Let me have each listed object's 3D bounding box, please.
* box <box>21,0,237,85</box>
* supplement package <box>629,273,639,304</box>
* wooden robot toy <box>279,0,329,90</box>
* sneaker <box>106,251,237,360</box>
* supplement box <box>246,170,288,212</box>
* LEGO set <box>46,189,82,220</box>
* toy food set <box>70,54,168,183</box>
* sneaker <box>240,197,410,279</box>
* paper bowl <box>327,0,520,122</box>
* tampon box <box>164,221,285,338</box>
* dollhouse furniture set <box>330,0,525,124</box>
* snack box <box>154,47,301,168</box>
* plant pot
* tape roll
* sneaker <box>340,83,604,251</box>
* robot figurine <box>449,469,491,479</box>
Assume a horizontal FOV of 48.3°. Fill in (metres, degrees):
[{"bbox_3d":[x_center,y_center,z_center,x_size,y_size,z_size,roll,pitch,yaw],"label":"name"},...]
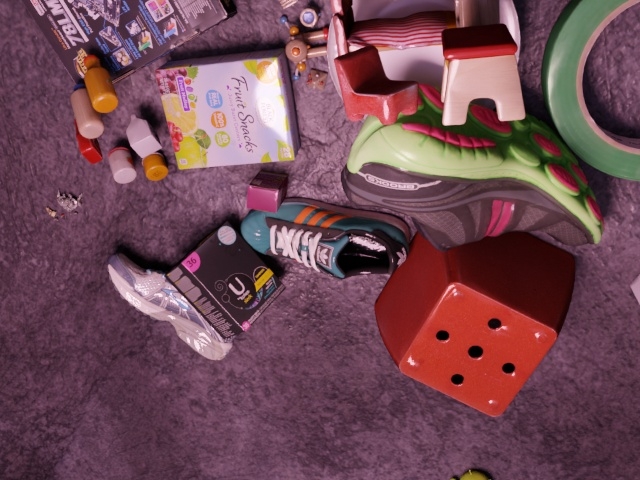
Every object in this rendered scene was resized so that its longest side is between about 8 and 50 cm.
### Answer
[{"bbox_3d":[-0.330,-0.420,1.127,0.293,0.073,0.295,-24,108,19],"label":"box"},{"bbox_3d":[0.673,0.104,1.108,0.262,0.198,0.199,30,115,-4],"label":"supplement package"},{"bbox_3d":[-0.026,-0.311,1.117,0.076,0.079,0.173,-8,112,13],"label":"wooden robot toy"},{"bbox_3d":[-0.264,0.096,1.338,0.283,0.110,0.122,37,96,-9],"label":"sneaker"},{"bbox_3d":[-0.090,-0.084,1.223,0.055,0.083,0.043,11,114,6],"label":"supplement box"},{"bbox_3d":[-0.478,-0.063,1.333,0.054,0.023,0.083,40,114,-8],"label":"LEGO set"},{"bbox_3d":[-0.345,-0.190,1.191,0.111,0.104,0.232,-27,150,4],"label":"toy food set"},{"bbox_3d":[0.000,0.000,1.223,0.302,0.121,0.108,4,115,10],"label":"sneaker"},{"bbox_3d":[0.151,-0.287,1.061,0.284,0.148,0.284,4,113,9],"label":"paper bowl"},{"bbox_3d":[-0.168,0.072,1.263,0.161,0.120,0.101,48,147,-9],"label":"tampon box"},{"bbox_3d":[0.103,-0.251,0.802,0.201,0.374,0.152,-4,116,10],"label":"dollhouse furniture set"},{"bbox_3d":[-0.149,-0.216,1.180,0.207,0.070,0.174,-4,118,11],"label":"snack box"},{"bbox_3d":[0.249,0.124,1.171,0.267,0.236,0.267,26,115,-2],"label":"plant pot"},{"bbox_3d":[0.494,-0.250,1.051,0.321,0.077,0.321,3,112,8],"label":"tape roll"},{"bbox_3d":[0.234,-0.083,1.061,0.482,0.185,0.202,16,139,-30],"label":"sneaker"},{"bbox_3d":[0.301,0.509,1.420,0.101,0.067,0.115,19,115,15],"label":"robot figurine"}]
